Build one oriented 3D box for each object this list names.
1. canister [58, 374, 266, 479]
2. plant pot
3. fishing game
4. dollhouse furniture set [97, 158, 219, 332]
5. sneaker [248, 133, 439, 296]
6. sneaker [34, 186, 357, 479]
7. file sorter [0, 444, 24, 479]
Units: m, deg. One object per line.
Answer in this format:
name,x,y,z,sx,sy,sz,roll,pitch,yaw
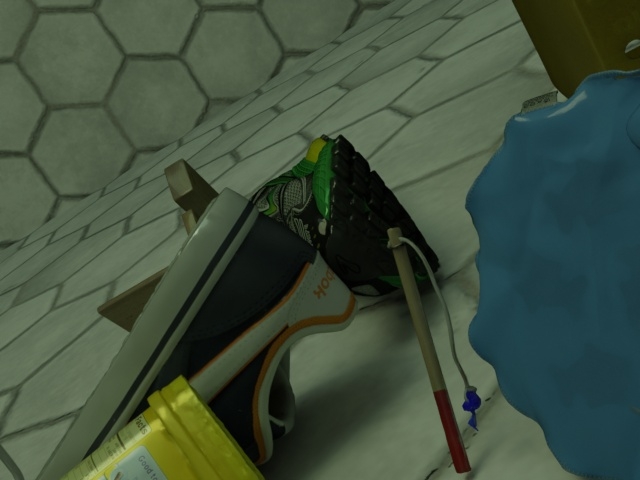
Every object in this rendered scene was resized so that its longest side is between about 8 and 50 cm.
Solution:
canister,-0.102,0.171,0.441,0.170,0.073,0.126,-38,63,-11
plant pot,0.280,-0.218,0.715,0.212,0.212,0.187,-27,32,17
fishing game,0.136,0.019,0.366,0.041,0.189,0.264,-10,-10,-40
dollhouse furniture set,-0.158,0.016,0.907,0.123,0.144,0.151,-30,54,9
sneaker,0.000,0.000,0.747,0.146,0.134,0.343,-40,9,0
sneaker,-0.100,0.127,0.572,0.321,0.127,0.126,-54,9,18
file sorter,-0.424,0.231,0.713,0.278,0.192,0.173,-22,18,30
